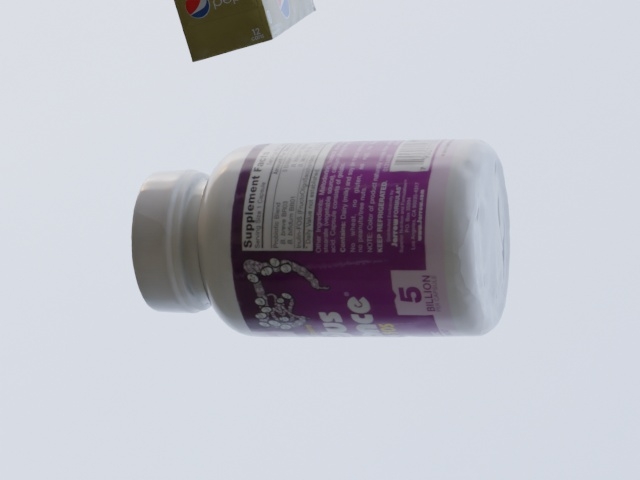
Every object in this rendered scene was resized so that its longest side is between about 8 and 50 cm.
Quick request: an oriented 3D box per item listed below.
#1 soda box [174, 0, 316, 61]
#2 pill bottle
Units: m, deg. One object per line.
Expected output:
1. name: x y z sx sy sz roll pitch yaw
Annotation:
1. soda box: -0.052 -0.175 1.270 0.061 0.181 0.058 -14 -78 13
2. pill bottle: 0.000 0.000 1.500 0.301 0.169 0.169 -1 -83 18
